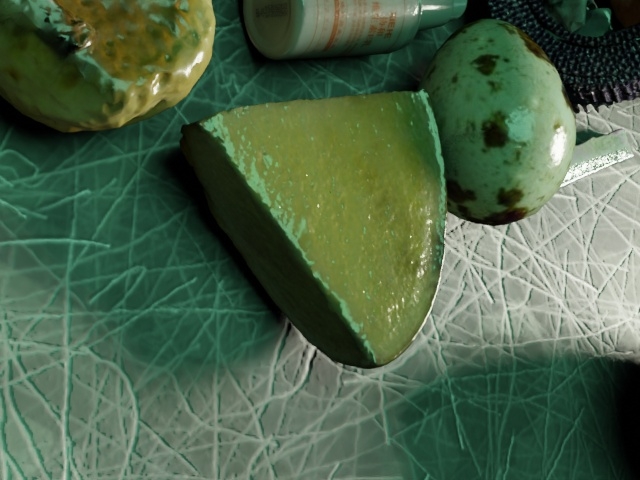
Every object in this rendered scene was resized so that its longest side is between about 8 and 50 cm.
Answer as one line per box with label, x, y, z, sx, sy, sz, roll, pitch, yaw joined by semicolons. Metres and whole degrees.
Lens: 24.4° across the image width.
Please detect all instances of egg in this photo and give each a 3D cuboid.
egg;0.174;-0.124;1.510;0.169;0.169;0.231;17;56;-30

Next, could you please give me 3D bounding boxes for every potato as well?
potato;0.000;0.000;1.386;0.269;0.112;0.255;-10;84;-34

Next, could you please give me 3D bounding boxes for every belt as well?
belt;0.331;-0.296;1.597;0.260;0.325;0.122;52;9;16

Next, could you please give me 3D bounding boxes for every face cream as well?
face cream;0.049;-0.238;1.502;0.252;0.101;0.101;-8;79;-36

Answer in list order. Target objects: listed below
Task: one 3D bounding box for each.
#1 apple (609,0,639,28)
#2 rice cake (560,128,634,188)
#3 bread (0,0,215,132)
apple;0.466;-0.293;1.743;0.261;0.194;0.261;15;57;-24
rice cake;0.281;-0.084;1.654;0.211;0.034;0.043;-23;92;-38
bread;-0.214;-0.201;1.289;0.244;0.134;0.244;10;70;-29
